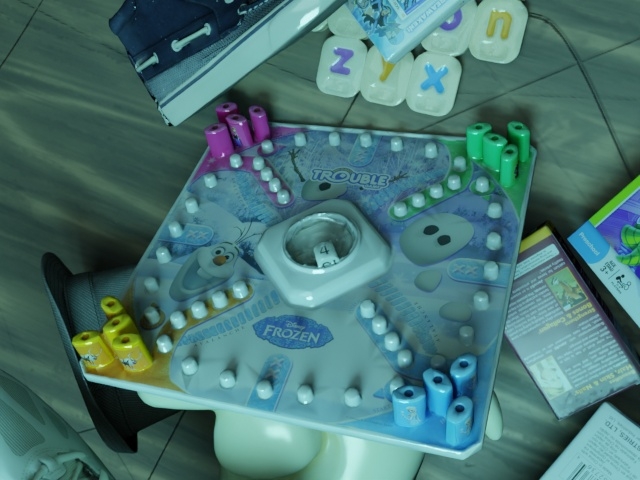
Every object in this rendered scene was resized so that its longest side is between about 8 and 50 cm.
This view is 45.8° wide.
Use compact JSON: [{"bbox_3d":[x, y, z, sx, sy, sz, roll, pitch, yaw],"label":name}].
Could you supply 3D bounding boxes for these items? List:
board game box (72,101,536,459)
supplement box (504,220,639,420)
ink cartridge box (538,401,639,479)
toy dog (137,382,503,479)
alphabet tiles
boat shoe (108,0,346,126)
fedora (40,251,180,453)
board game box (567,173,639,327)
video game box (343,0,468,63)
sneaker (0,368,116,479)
[{"bbox_3d":[0.000,0.000,0.778,0.390,0.390,0.050,7,140,19],"label":"board game box"},{"bbox_3d":[0.256,0.085,0.829,0.104,0.081,0.188,-34,85,19],"label":"supplement box"},{"bbox_3d":[0.262,0.337,0.742,0.311,0.065,0.186,-48,55,-5],"label":"ink cartridge box"},{"bbox_3d":[0.008,0.307,0.872,0.395,0.284,0.407,-6,96,2],"label":"toy dog"},{"bbox_3d":[0.100,-0.293,0.870,0.284,0.021,0.278,14,102,17],"label":"alphabet tiles"},{"bbox_3d":[-0.106,-0.264,0.840,0.340,0.127,0.158,-26,104,38],"label":"boat shoe"},{"bbox_3d":[-0.241,0.126,0.961,0.124,0.244,0.275,-18,88,-9],"label":"fedora"},{"bbox_3d":[0.428,0.054,0.682,0.233,0.078,0.347,-49,57,28],"label":"board game box"},{"bbox_3d":[0.100,-0.331,0.829,0.205,0.048,0.187,-38,82,20],"label":"video game box"},{"bbox_3d":[-0.166,0.257,0.693,0.257,0.169,0.447,-34,96,29],"label":"sneaker"}]
